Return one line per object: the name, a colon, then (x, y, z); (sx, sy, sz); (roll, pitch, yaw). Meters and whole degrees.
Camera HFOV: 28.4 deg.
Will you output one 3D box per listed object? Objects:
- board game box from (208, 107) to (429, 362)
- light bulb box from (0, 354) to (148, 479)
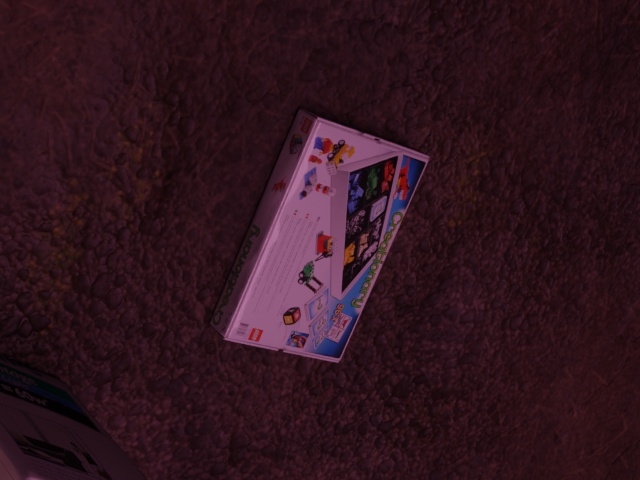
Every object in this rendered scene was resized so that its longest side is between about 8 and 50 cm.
board game box: (0.000, 0.000, 1.631); (0.193, 0.053, 0.305); (16, 102, -37)
light bulb box: (-0.382, 0.332, 1.336); (0.225, 0.361, 0.358); (33, 91, -41)
